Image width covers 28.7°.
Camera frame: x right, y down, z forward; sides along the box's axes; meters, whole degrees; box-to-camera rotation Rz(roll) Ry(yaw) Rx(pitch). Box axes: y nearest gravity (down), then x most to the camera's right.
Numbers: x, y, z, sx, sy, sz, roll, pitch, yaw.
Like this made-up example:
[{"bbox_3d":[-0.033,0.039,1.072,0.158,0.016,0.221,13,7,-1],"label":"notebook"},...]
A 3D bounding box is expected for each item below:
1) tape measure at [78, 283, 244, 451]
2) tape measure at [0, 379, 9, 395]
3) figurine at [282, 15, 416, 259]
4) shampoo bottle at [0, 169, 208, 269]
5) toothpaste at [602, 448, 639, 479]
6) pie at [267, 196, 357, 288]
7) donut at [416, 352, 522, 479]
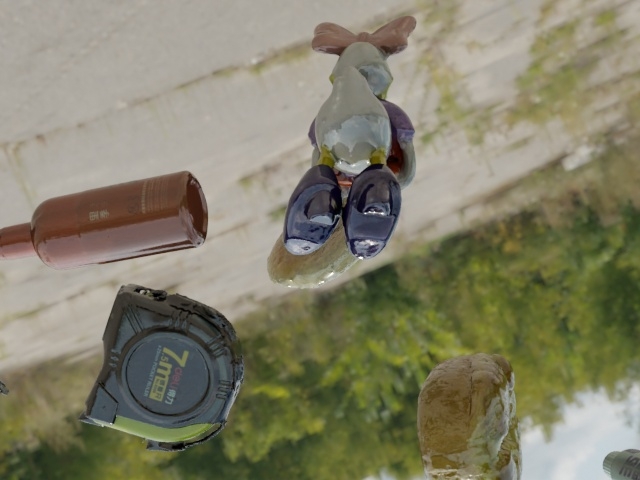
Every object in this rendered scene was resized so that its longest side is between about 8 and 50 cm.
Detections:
[{"bbox_3d":[-0.186,0.162,1.551,0.186,0.199,0.112,18,-169,3],"label":"tape measure"},{"bbox_3d":[-0.581,0.244,2.081,0.094,0.091,0.054,-31,-170,4],"label":"tape measure"},{"bbox_3d":[0.042,-0.152,1.599,0.154,0.193,0.421,-2,-148,9],"label":"figurine"},{"bbox_3d":[-0.241,-0.014,1.300,0.244,0.086,0.085,-9,178,11],"label":"shampoo bottle"},{"bbox_3d":[0.361,0.250,1.248,0.075,0.048,0.297,-64,-168,-5],"label":"toothpaste"},{"bbox_3d":[0.002,0.003,1.817,0.185,0.052,0.218,-43,-154,-9],"label":"pie"},{"bbox_3d":[0.217,0.274,1.791,0.128,0.209,0.261,-8,-179,14],"label":"donut"}]
